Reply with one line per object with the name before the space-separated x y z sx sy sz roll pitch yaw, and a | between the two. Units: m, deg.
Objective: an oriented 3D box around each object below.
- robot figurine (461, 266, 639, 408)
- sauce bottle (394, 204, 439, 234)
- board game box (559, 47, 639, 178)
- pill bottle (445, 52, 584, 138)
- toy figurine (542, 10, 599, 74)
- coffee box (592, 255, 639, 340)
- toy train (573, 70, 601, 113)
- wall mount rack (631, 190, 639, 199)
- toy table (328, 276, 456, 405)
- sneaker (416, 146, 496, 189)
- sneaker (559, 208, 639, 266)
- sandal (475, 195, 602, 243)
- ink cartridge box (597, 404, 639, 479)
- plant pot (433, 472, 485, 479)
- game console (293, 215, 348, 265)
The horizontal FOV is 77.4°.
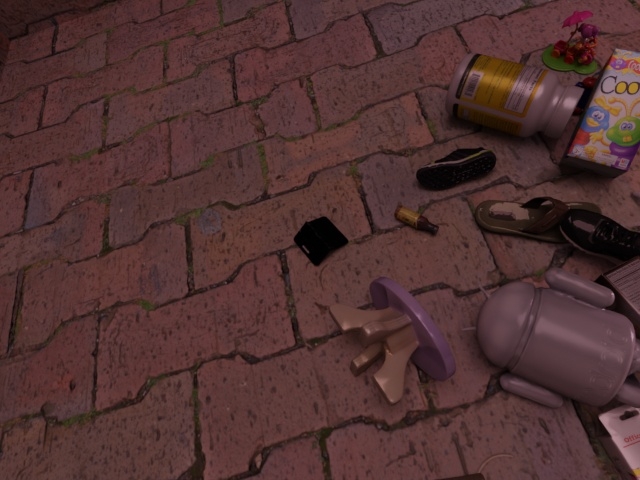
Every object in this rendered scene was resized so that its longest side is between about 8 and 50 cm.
robot figurine | 0.495 0.210 0.850 0.354 0.200 0.299 20 102 21
sauce bottle | 0.272 -0.057 1.129 0.128 0.042 0.042 30 73 26
board game box | 0.762 -0.321 1.037 0.144 0.142 0.275 23 100 22
pill bottle | 0.560 -0.417 1.172 0.334 0.188 0.188 27 72 23
toy figurine | 0.804 -0.626 1.244 0.130 0.159 0.173 -39 63 -9
coffee box | 0.708 0.175 0.858 0.098 0.141 0.246 -27 60 -2
toy train | 0.873 -0.404 1.156 0.143 0.105 0.248 -39 61 -24
wall mount rack | 0.956 -0.053 0.938 0.350 0.130 0.304 -18 64 2
toy table | 0.152 0.224 0.909 0.161 0.252 0.274 -25 47 -20
sneaker | 0.396 -0.219 1.182 0.235 0.084 0.097 -12 37 5
sneaker | 0.709 0.003 0.919 0.283 0.124 0.107 34 83 11
sandal | 0.567 -0.063 1.042 0.303 0.086 0.120 3 64 13
ink cartridge box | 0.645 0.425 0.783 0.115 0.067 0.198 -21 62 1
plant pot | 0.291 0.530 0.788 0.109 0.096 0.109 -12 61 5
game console | 0.000 0.000 1.176 0.107 0.071 0.122 -52 60 18
